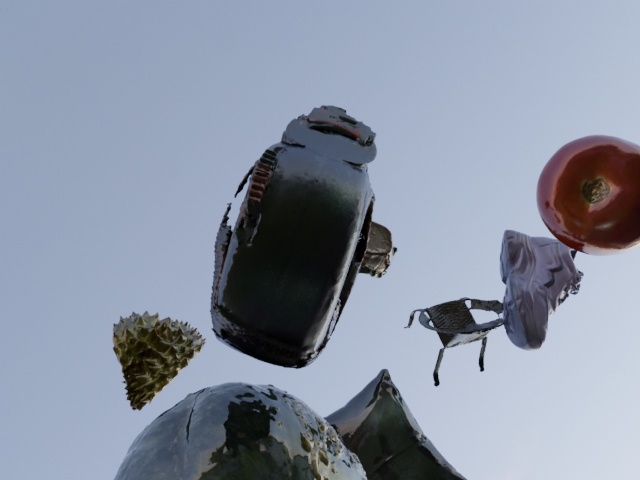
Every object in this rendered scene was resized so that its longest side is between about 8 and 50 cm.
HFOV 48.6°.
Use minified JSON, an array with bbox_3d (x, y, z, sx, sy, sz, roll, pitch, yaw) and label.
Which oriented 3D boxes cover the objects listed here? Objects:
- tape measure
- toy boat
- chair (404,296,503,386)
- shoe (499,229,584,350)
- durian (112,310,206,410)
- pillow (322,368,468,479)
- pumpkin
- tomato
[{"bbox_3d":[-0.027,0.006,0.656,0.135,0.223,0.202,19,-46,0],"label":"tape measure"},{"bbox_3d":[0.002,-0.006,1.176,0.292,0.109,0.099,11,-33,-24],"label":"toy boat"},{"bbox_3d":[0.268,0.169,1.382,0.174,0.149,0.213,-12,-31,-17],"label":"chair"},{"bbox_3d":[0.381,0.083,1.206,0.137,0.245,0.095,0,-43,9],"label":"shoe"},{"bbox_3d":[-0.269,0.191,1.170,0.182,0.165,0.132,-8,-71,-62],"label":"durian"},{"bbox_3d":[0.106,0.360,1.176,0.186,0.250,0.106,-38,-24,1],"label":"pillow"},{"bbox_3d":[-0.073,0.306,0.681,0.291,0.257,0.328,28,-123,-23],"label":"pumpkin"},{"bbox_3d":[0.435,-0.068,1.096,0.136,0.195,0.195,16,-79,-58],"label":"tomato"}]
